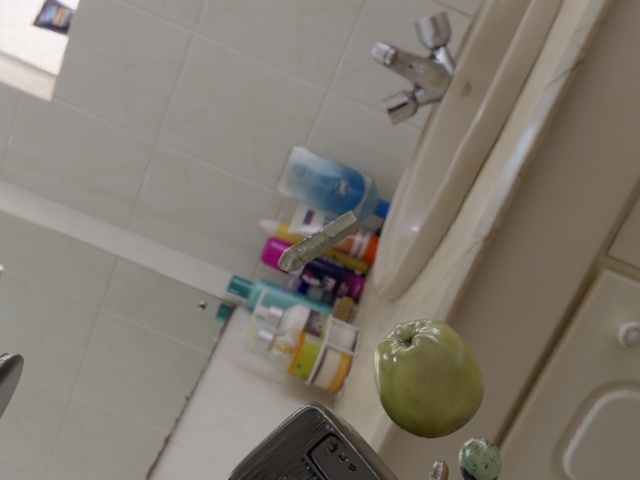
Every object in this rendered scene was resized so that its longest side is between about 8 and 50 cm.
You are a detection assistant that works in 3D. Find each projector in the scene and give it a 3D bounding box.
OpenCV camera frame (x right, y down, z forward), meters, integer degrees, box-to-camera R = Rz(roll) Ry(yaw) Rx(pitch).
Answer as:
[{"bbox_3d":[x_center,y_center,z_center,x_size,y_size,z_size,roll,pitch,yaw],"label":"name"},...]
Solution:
[{"bbox_3d":[0.057,0.519,1.188,0.242,0.395,0.405,-40,-23,-6],"label":"projector"}]

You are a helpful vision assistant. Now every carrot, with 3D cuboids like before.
[{"bbox_3d":[0.276,0.640,1.624,0.049,0.049,0.254,-66,-4,36],"label":"carrot"}]

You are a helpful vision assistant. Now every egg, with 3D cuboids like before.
[{"bbox_3d":[0.319,0.449,1.335,0.085,0.085,0.110,-81,-5,-82],"label":"egg"}]

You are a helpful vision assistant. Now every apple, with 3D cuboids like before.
[{"bbox_3d":[0.181,0.234,1.135,0.200,0.200,0.200,-157,90,-88],"label":"apple"}]

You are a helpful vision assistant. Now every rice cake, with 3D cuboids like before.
[{"bbox_3d":[0.000,0.000,1.519,0.256,0.052,0.057,-32,-32,-46],"label":"rice cake"}]

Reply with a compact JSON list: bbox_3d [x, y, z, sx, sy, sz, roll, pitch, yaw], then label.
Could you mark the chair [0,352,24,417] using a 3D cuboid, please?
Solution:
[{"bbox_3d":[-0.835,0.267,1.275,0.362,0.410,0.364,-61,7,-9],"label":"chair"}]
